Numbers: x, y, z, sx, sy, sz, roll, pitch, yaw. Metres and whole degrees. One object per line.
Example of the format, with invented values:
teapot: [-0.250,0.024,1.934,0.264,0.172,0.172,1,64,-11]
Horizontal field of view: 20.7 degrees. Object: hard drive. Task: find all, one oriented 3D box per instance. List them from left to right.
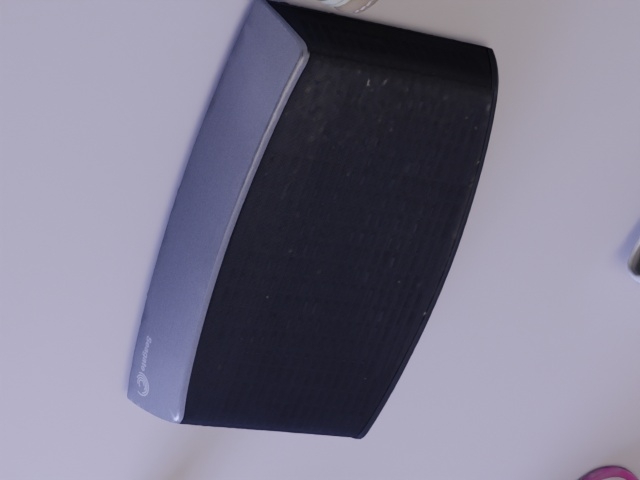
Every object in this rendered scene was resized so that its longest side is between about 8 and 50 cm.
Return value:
hard drive: [0.000,0.000,1.000,0.172,0.054,0.255,9,113,-28]

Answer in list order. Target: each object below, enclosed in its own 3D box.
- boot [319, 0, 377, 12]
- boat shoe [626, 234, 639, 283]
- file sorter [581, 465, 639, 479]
boot: [0.106,-0.179,0.936,0.165,0.077,0.213,34,97,-36]
boat shoe: [0.272,-0.051,1.076,0.075,0.083,0.226,16,111,-32]
file sorter: [0.240,0.316,1.146,0.182,0.291,0.202,-43,126,0]
